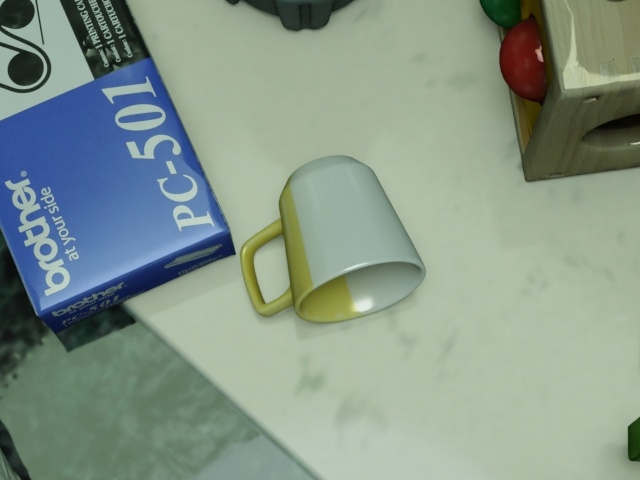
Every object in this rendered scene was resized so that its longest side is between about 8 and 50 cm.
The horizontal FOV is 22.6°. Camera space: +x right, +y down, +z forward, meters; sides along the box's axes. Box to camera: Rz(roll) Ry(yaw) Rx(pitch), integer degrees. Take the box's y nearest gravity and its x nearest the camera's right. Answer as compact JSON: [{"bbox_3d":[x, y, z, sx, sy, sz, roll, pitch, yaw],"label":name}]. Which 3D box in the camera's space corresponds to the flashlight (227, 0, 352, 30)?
[{"bbox_3d":[-0.012,-0.189,0.661,0.103,0.304,0.103,28,78,9],"label":"flashlight"}]

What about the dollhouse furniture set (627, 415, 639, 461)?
[{"bbox_3d":[0.172,0.025,0.721,0.058,0.076,0.152,5,76,1],"label":"dollhouse furniture set"}]

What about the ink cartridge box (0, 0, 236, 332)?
[{"bbox_3d":[-0.125,-0.070,0.763,0.097,0.046,0.207,-24,76,-5],"label":"ink cartridge box"}]

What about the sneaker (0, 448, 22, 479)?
[{"bbox_3d":[-0.138,0.159,0.692,0.086,0.085,0.237,-41,81,17],"label":"sneaker"}]

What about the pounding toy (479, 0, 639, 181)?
[{"bbox_3d":[0.128,-0.092,0.685,0.094,0.206,0.181,-8,75,-2],"label":"pounding toy"}]

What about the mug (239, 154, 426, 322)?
[{"bbox_3d":[0.002,-0.002,0.738,0.078,0.062,0.064,-14,68,-10],"label":"mug"}]
